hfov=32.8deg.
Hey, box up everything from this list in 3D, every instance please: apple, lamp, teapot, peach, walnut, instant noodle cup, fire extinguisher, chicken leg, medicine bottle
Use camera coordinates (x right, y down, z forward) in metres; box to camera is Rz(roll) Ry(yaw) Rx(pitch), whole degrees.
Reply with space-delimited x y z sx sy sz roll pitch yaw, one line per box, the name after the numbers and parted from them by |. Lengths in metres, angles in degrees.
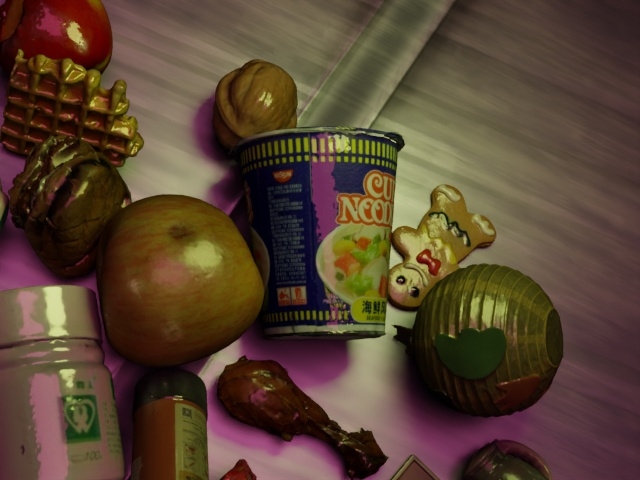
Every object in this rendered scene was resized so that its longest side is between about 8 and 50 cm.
-0.211 0.060 1.634 0.264 0.264 0.264 4 73 -13 | apple
0.241 0.159 1.743 0.284 0.250 0.250 -2 70 27 | lamp
0.308 0.385 1.749 0.146 0.116 0.148 43 72 12 | teapot
-0.439 -0.346 1.730 0.196 0.190 0.226 -30 81 -15 | peach
-0.106 -0.220 1.798 0.149 0.166 0.166 34 69 -12 | walnut
0.000 0.000 1.716 0.284 0.284 0.312 0 82 -14 | instant noodle cup
-0.197 0.376 1.546 0.113 0.200 0.376 -23 41 15 | fire extinguisher
-0.022 0.278 1.712 0.304 0.093 0.113 30 58 -9 | chicken leg
-0.398 0.244 1.554 0.212 0.212 0.325 -8 75 -17 | medicine bottle

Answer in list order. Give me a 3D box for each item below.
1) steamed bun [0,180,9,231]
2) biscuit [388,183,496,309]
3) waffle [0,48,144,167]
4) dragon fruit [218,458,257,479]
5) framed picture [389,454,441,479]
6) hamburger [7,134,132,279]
-0.550 -0.061 1.635 0.131 0.177 0.228 6 57 -46 | steamed bun
0.198 0.020 1.869 0.158 0.035 0.240 38 68 1 | biscuit
-0.375 -0.192 1.684 0.219 0.229 0.057 18 54 -12 | waffle
-0.131 0.417 1.621 0.111 0.153 0.153 -26 81 1 | dragon fruit
0.137 0.464 1.731 0.150 0.015 0.203 43 68 1 | framed picture
-0.372 -0.050 1.661 0.130 0.206 0.183 14 59 36 | hamburger
